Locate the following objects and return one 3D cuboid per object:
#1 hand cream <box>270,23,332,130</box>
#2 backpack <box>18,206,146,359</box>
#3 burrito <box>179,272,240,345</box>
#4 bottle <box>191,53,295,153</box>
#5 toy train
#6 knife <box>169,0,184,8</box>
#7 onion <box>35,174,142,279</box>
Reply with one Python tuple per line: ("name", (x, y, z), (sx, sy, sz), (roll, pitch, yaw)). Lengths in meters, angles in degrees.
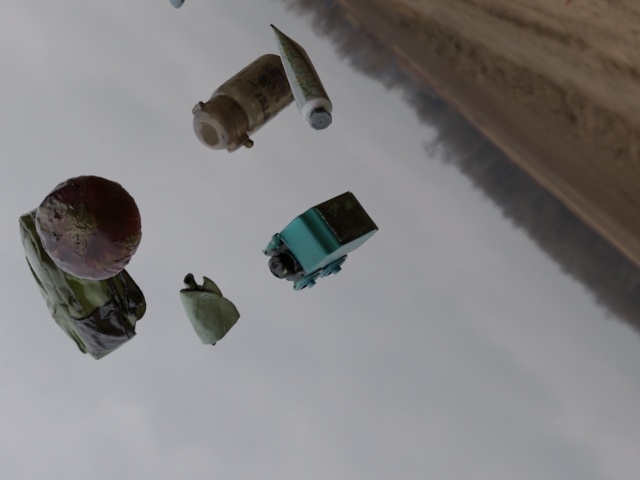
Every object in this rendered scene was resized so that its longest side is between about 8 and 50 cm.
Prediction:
("hand cream", (-0.022, -0.218, 1.459), (0.067, 0.042, 0.194), (26, -148, -38))
("backpack", (-0.378, 0.049, 1.734), (0.207, 0.140, 0.253), (52, 166, 42))
("burrito", (-0.168, 0.095, 1.617), (0.044, 0.074, 0.118), (5, 135, 43))
("bottle", (-0.121, -0.216, 1.806), (0.110, 0.097, 0.209), (48, -133, -4))
("toy train", (0.000, 0.000, 1.826), (0.107, 0.154, 0.198), (53, -143, 9))
("knife", (-0.205, -0.411, 1.621), (0.028, 0.015, 0.210), (43, 152, 12))
("onion", (-0.230, -0.015, 1.104), (0.107, 0.107, 0.097), (42, -159, -1))
